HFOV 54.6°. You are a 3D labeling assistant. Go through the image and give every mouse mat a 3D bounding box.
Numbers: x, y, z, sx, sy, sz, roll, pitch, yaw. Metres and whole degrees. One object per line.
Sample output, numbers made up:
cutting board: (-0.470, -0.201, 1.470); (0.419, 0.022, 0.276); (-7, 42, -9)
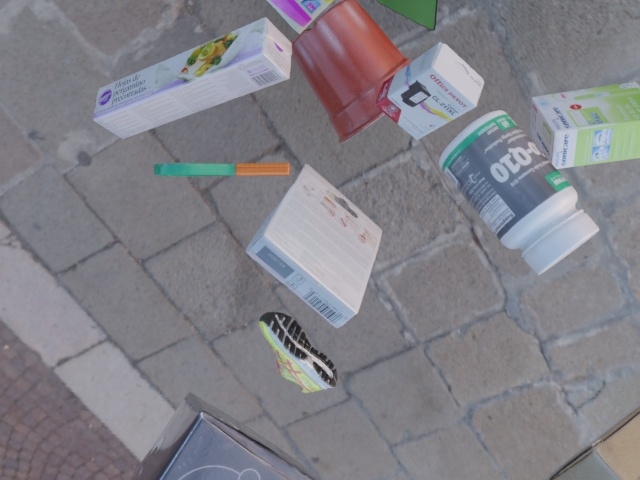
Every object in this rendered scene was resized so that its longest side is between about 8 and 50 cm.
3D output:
mouse mat: (0.219, -0.626, 1.598); (0.189, 0.153, 0.007); (33, 79, 15)

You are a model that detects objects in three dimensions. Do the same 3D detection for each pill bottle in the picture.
pill bottle: (0.465, -0.112, 1.464); (0.204, 0.204, 0.361); (-43, 73, 24)

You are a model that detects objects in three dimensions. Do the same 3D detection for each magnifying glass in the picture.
magnifying glass: (-0.167, -0.121, 1.054); (0.230, 0.092, 0.026); (1, 93, 0)

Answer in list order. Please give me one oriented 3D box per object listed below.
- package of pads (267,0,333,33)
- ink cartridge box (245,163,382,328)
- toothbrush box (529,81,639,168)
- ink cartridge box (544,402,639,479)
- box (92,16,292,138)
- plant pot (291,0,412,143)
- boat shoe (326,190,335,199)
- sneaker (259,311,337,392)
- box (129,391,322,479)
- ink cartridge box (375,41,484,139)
package of pads: (-0.072, -0.712, 1.567); (0.229, 0.101, 0.296); (-39, 126, 19)
ink cartridge box: (0.000, 0.000, 1.644); (0.308, 0.385, 0.091); (40, 125, -12)
toothbrush box: (0.728, -0.307, 1.652); (0.282, 0.206, 0.122); (-8, 128, 6)
ink cartridge box: (0.377, 0.269, 0.641); (0.234, 0.193, 0.088); (-13, 145, -38)
box: (-0.191, -0.226, 0.894); (0.323, 0.063, 0.067); (-12, 153, 30)
plant pot: (0.078, -0.426, 1.521); (0.272, 0.272, 0.265); (-34, 101, 21)
boat shoe: (-0.003, -0.088, 1.952); (0.081, 0.079, 0.228); (14, 148, 6)
sneaker: (-0.062, 0.234, 1.241); (0.094, 0.081, 0.209); (-31, 105, 30)
box: (-0.108, 0.255, 0.584); (0.143, 0.270, 0.165); (34, 73, -6)
ink cartridge box: (0.216, -0.294, 1.241); (0.127, 0.072, 0.175); (34, 150, -20)
